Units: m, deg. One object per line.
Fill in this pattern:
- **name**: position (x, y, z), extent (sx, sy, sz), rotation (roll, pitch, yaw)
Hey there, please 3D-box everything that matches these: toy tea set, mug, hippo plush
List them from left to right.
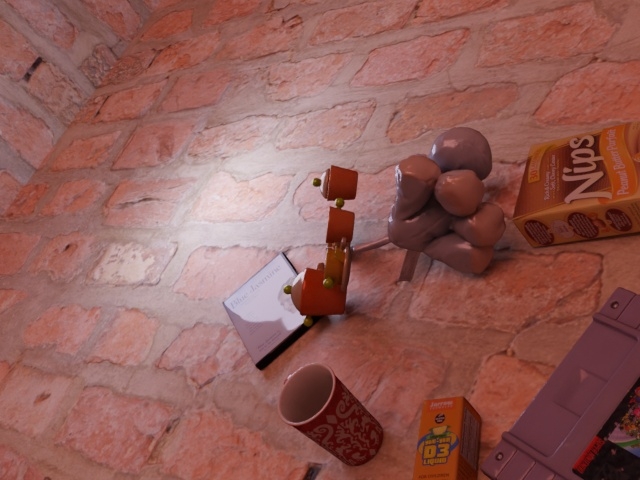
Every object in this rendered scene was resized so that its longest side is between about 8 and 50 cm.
- **toy tea set**: position (0.000, 0.000, 1.716), extent (0.124, 0.200, 0.336), rotation (6, 47, 1)
- **mug**: position (0.020, 0.283, 1.440), extent (0.113, 0.169, 0.150), rotation (-34, 36, 13)
- **hippo plush**: position (0.250, -0.074, 1.612), extent (0.236, 0.234, 0.294), rotation (-50, -10, -41)

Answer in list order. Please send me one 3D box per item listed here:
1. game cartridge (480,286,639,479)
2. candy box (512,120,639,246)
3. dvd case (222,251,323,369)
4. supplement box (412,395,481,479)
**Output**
- **game cartridge**: position (0.413, 0.242, 1.207), extent (0.355, 0.068, 0.230), rotation (-50, 32, -10)
- **candy box**: position (0.497, -0.102, 1.449), extent (0.317, 0.087, 0.183), rotation (-10, 45, 39)
- **dvd case**: position (-0.104, 0.143, 1.831), extent (0.180, 0.022, 0.253), rotation (-42, 35, 2)
- **supplement box**: position (0.186, 0.353, 1.289), extent (0.078, 0.080, 0.233), rotation (-15, 42, 30)
